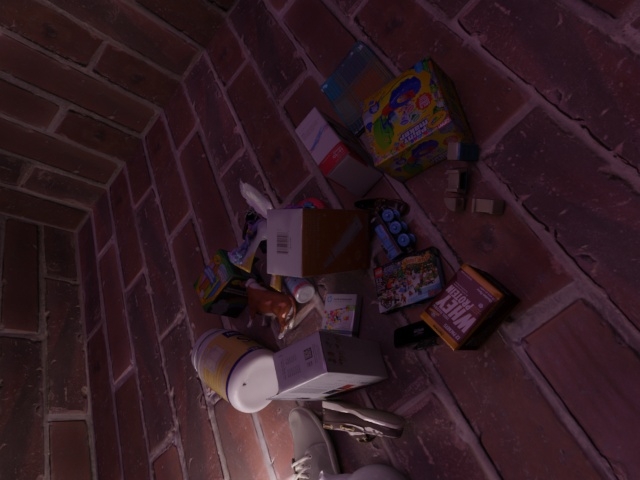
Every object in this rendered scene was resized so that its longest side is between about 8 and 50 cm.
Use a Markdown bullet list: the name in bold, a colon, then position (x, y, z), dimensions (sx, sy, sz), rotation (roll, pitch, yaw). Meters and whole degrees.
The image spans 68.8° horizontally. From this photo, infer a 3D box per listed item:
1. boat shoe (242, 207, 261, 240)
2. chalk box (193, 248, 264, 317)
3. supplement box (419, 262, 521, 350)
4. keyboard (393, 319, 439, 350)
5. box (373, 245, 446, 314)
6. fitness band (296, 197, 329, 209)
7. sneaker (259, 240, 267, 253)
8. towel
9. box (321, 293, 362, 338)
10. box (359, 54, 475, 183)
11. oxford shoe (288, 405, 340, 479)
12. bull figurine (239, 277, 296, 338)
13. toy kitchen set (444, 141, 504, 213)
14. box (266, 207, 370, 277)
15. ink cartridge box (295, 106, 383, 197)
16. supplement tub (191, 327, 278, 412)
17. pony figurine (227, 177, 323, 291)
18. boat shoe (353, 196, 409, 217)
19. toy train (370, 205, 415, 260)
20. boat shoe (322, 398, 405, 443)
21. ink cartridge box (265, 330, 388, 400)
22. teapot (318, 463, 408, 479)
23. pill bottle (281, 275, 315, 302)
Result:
- **boat shoe**: position (-0.304, -0.103, 2.103), dimensions (0.095, 0.079, 0.255), rotation (-21, 53, 45)
- **chalk box**: position (-0.383, 0.163, 2.026), dimensions (0.289, 0.180, 0.179), rotation (-52, 48, 15)
- **supplement box**: position (0.409, 0.184, 1.265), dimensions (0.129, 0.194, 0.191), rotation (46, 108, 34)
- **keyboard**: position (0.313, 0.298, 1.447), dimensions (0.192, 0.038, 0.100), rotation (-27, 35, 35)
- **box**: position (0.285, 0.133, 1.511), dimensions (0.233, 0.044, 0.159), rotation (-25, 60, 34)
- **fitness band**: position (-0.032, -0.035, 1.864), dimensions (0.209, 0.054, 0.291), rotation (-38, 54, 24)
- **sneaker**: position (-0.219, 0.026, 2.014), dimensions (0.089, 0.051, 0.170), rotation (-58, 42, 11)
- **towel**: position (0.154, -0.624, 1.906), dimensions (0.271, 0.040, 0.370), rotation (-45, 50, 23)
- **box**: position (0.071, 0.284, 1.656), dimensions (0.145, 0.038, 0.186), rotation (-5, 68, 42)
- **box**: position (0.318, -0.399, 1.579), dimensions (0.289, 0.177, 0.280), rotation (-29, 59, 33)
- **oxford shoe**: position (-0.026, 0.752, 1.512), dimensions (0.169, 0.129, 0.450), rotation (-53, 44, 35)
- **bull figurine**: position (-0.215, 0.264, 1.859), dimensions (0.310, 0.101, 0.189), rotation (10, 101, 44)
- **toy kitchen set**: position (0.483, -0.191, 1.420), dimensions (0.166, 0.122, 0.207), rotation (10, 102, 44)
- **box**: position (0.000, 0.000, 1.582), dimensions (0.168, 0.345, 0.215), rotation (3, 94, 42)
- **ink cartridge box**: position (0.066, -0.330, 1.751), dimensions (0.131, 0.226, 0.306), rotation (-45, 51, 21)
- **supplement tub**: position (-0.330, 0.489, 1.817), dimensions (0.331, 0.241, 0.241), rotation (16, 87, 44)
- **pony figurine**: position (-0.196, -0.039, 1.806), dimensions (0.350, 0.303, 0.364), rotation (28, 81, 14)
- **boat shoe**: position (0.210, -0.116, 1.652), dimensions (0.206, 0.073, 0.073), rotation (1, 73, 41)
- **toy train**: position (0.238, -0.025, 1.566), dimensions (0.105, 0.080, 0.184), rotation (-39, 71, 26)
- **boat shoe**: position (0.126, 0.572, 1.459), dimensions (0.324, 0.116, 0.097), rotation (-4, 77, 46)
- **ink cartridge box**: position (0.011, 0.409, 1.482), dimensions (0.271, 0.309, 0.130), rotation (-32, 55, 30)
- **teapot**: position (0.144, 0.768, 1.319), dimensions (0.255, 0.187, 0.253), rotation (-27, 59, 32)
- **pill bottle**: position (-0.095, 0.164, 1.822), dimensions (0.160, 0.087, 0.087), rotation (43, 105, 42)
